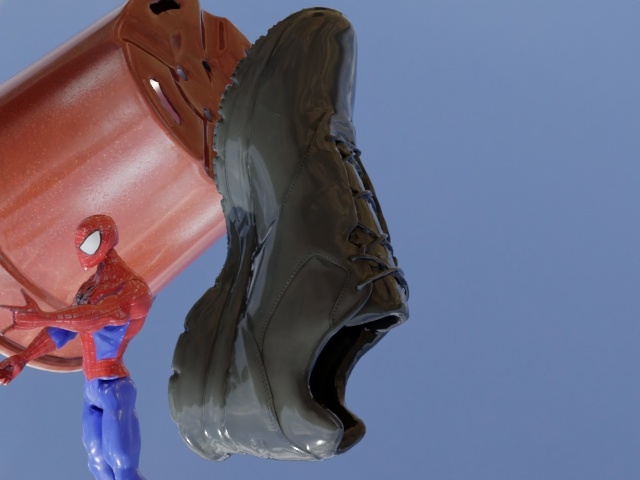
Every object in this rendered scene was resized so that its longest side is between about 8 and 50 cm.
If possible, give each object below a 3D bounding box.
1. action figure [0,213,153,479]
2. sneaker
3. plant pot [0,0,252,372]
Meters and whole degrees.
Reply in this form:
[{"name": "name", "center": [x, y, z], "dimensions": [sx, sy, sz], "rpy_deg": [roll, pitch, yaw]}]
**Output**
[{"name": "action figure", "center": [-0.184, 0.123, 1.338], "dimensions": [0.139, 0.280, 0.091], "rpy_deg": [-4, -173, -33]}, {"name": "sneaker", "center": [0.000, 0.000, 1.138], "dimensions": [0.130, 0.286, 0.109], "rpy_deg": [7, 177, 32]}, {"name": "plant pot", "center": [-0.180, -0.067, 1.610], "dimensions": [0.272, 0.265, 0.272], "rpy_deg": [36, -145, -31]}]
